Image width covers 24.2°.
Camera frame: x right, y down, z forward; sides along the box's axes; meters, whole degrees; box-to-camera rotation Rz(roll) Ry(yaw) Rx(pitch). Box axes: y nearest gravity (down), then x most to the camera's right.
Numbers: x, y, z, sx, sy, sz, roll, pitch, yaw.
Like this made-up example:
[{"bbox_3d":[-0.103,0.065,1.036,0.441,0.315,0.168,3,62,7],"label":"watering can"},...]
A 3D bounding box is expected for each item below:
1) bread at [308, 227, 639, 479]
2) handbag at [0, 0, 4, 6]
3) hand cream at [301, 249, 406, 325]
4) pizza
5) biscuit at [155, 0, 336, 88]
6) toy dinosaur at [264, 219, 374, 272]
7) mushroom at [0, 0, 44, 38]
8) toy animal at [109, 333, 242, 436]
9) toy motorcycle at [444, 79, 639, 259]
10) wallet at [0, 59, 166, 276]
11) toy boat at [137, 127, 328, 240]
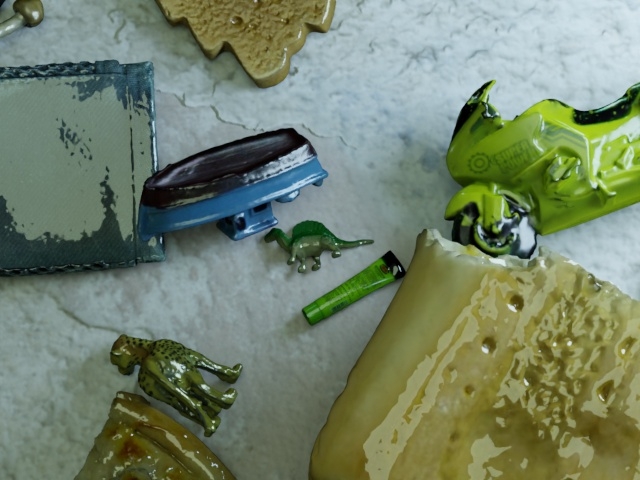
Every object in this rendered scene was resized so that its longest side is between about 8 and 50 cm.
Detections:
[{"bbox_3d":[0.181,0.225,1.488,0.361,0.250,0.394,27,80,12],"label":"bread"},{"bbox_3d":[-0.535,-0.259,1.705,0.332,0.075,0.191,-38,82,-13],"label":"handbag"},{"bbox_3d":[0.036,0.054,1.641,0.122,0.023,0.036,-31,66,-9],"label":"hand cream"},{"bbox_3d":[-0.170,0.320,1.542,0.223,0.089,0.323,-36,77,-12],"label":"pizza"},{"bbox_3d":[-0.099,-0.291,1.726,0.239,0.041,0.212,16,82,4],"label":"biscuit"},{"bbox_3d":[-0.001,0.000,1.657,0.120,0.029,0.060,-11,59,-5],"label":"toy dinosaur"},{"bbox_3d":[-0.415,-0.199,1.626,0.043,0.068,0.306,56,45,-7],"label":"mushroom"},{"bbox_3d":[-0.158,0.144,1.547,0.136,0.181,0.073,29,95,-5],"label":"toy animal"},{"bbox_3d":[0.278,-0.103,1.624,0.342,0.142,0.206,-22,83,-4],"label":"toy motorcycle"},{"bbox_3d":[-0.348,-0.075,1.654,0.342,0.075,0.237,-4,81,-3],"label":"wallet"},{"bbox_3d":[-0.099,-0.049,1.629,0.223,0.097,0.100,-21,32,-22],"label":"toy boat"}]
